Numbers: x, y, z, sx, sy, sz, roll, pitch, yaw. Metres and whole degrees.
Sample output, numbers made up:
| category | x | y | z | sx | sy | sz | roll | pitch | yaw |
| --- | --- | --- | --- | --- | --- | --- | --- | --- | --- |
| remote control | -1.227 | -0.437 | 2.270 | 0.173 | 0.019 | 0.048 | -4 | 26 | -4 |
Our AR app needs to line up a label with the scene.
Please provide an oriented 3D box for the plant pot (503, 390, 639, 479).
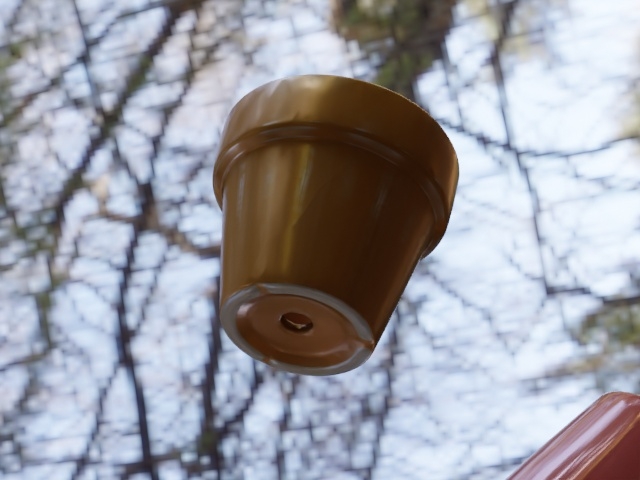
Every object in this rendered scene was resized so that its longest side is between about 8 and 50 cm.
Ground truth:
| category | x | y | z | sx | sy | sz | roll | pitch | yaw |
| --- | --- | --- | --- | --- | --- | --- | --- | --- | --- |
| plant pot | 0.296 | 0.305 | 1.985 | 0.243 | 0.275 | 0.275 | -49 | -52 | -20 |

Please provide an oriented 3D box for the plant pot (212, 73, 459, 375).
| category | x | y | z | sx | sy | sz | roll | pitch | yaw |
| --- | --- | --- | --- | --- | --- | --- | --- | --- | --- |
| plant pot | 0.000 | 0.000 | 1.602 | 0.205 | 0.205 | 0.188 | 52 | -141 | -39 |
